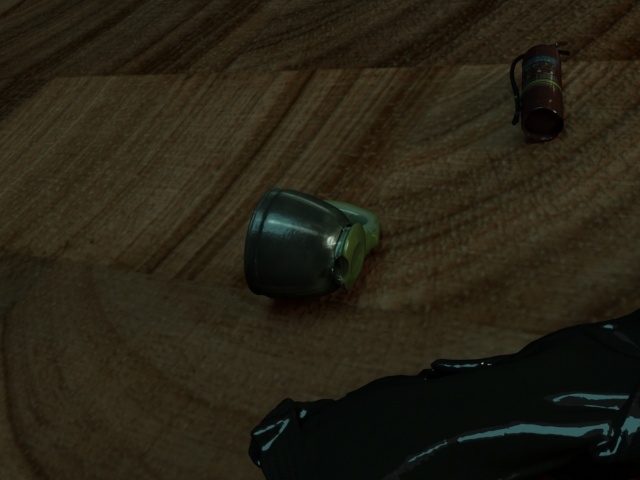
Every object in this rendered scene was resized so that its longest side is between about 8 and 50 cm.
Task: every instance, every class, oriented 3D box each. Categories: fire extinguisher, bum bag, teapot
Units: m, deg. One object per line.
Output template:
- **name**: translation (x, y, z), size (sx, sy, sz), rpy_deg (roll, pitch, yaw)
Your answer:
- **fire extinguisher**: translation (0.202, -0.143, 0.850), size (0.056, 0.039, 0.132), rpy_deg (-3, 42, 15)
- **bum bag**: translation (0.101, 0.119, 0.567), size (0.326, 0.080, 0.142), rpy_deg (-17, 30, 18)
- **teapot**: translation (-0.002, -0.004, 0.767), size (0.090, 0.092, 0.124), rpy_deg (11, 55, 18)
